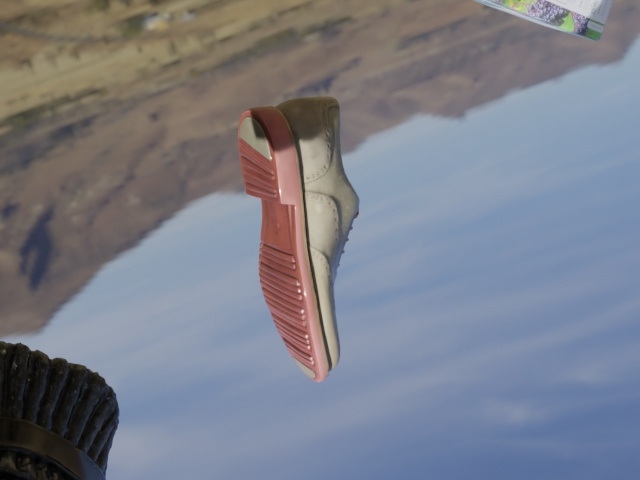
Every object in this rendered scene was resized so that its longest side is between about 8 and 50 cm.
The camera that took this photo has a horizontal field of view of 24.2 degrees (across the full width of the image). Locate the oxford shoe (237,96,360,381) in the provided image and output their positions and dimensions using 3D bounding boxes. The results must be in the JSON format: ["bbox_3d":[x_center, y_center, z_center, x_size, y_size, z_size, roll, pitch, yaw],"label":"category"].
[{"bbox_3d":[0.000,0.000,1.752,0.130,0.348,0.123,-19,-154,-26],"label":"oxford shoe"}]

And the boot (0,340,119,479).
[{"bbox_3d":[-0.268,0.183,1.153,0.131,0.260,0.348,-10,148,13],"label":"boot"}]

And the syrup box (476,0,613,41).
[{"bbox_3d":[0.152,-0.240,1.230,0.093,0.096,0.237,24,-169,38],"label":"syrup box"}]
